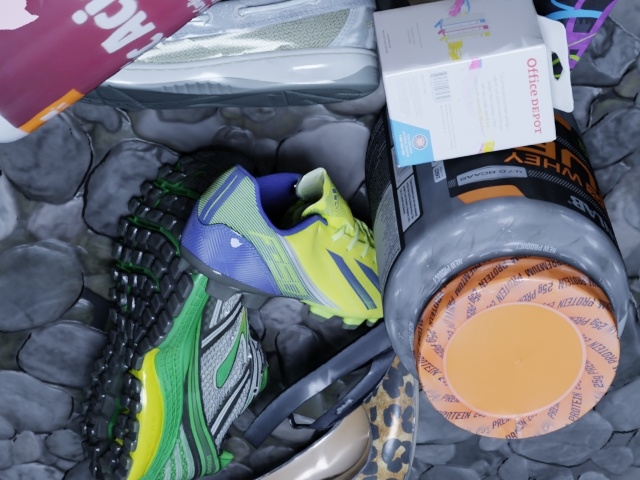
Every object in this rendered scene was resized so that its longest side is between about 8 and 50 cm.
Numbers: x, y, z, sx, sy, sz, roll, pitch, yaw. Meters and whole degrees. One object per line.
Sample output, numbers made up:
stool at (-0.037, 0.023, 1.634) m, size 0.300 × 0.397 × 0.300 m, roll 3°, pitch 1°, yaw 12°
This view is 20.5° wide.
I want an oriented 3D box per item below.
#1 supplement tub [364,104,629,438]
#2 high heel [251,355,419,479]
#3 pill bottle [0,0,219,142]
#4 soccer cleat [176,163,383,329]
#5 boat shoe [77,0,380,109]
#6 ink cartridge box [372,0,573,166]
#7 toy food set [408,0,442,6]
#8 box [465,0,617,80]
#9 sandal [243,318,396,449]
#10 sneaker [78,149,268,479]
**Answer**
supplement tub at (0.140, 0.004, 1.436) m, size 0.194 × 0.316 × 0.193 m, roll -2°, pitch 124°, yaw -2°
high heel at (-0.015, 0.204, 1.668) m, size 0.186 × 0.093 × 0.261 m, roll 10°, pitch 109°, yaw -19°
pill bottle at (-0.211, -0.212, 1.285) m, size 0.392 × 0.224 × 0.224 m, roll -35°, pitch 119°, yaw 3°
soccer cleat at (0.001, 0.001, 1.498) m, size 0.289 × 0.093 × 0.121 m, roll 11°, pitch 112°, yaw -52°
boat shoe at (-0.112, -0.165, 1.446) m, size 0.320 × 0.118 × 0.103 m, roll 0°, pitch 84°, yaw 1°
ink cartridge box at (0.120, -0.129, 1.373) m, size 0.143 × 0.090 × 0.092 m, roll -9°, pitch 129°, yaw 2°
toy food set at (0.118, -0.306, 1.364) m, size 0.220 × 0.092 × 0.306 m, roll -24°, pitch 121°, yaw 13°
box at (0.170, -0.191, 1.405) m, size 0.116 × 0.029 × 0.162 m, roll 15°, pitch 126°, yaw -20°
sandal at (0.039, 0.117, 1.605) m, size 0.254 × 0.097 × 0.054 m, roll -35°, pitch 88°, yaw 4°
sneaker at (-0.113, 0.071, 1.601) m, size 0.146 × 0.134 × 0.343 m, roll -2°, pitch 123°, yaw -33°
